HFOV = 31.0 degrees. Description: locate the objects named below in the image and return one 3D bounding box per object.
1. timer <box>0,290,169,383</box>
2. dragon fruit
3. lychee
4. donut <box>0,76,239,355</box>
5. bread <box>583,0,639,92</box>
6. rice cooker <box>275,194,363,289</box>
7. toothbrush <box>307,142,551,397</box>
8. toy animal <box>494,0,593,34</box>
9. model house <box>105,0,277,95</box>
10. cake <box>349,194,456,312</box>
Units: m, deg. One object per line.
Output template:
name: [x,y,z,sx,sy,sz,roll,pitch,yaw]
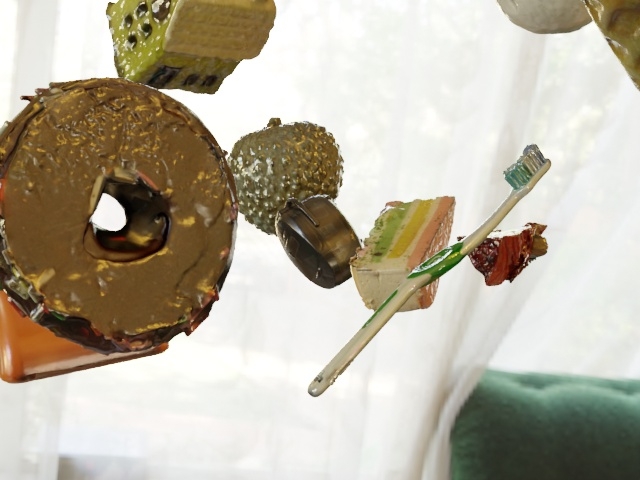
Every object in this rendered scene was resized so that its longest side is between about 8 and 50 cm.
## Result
timer: [-0.393,0.129,1.805,0.258,0.161,0.250,-10,27,-25]
dragon fruit: [0.332,0.022,2.042,0.123,0.092,0.192,-3,9,36]
lychee: [-0.070,-0.133,2.434,0.255,0.274,0.255,-19,-10,-4]
donut: [-0.197,-0.023,1.085,0.270,0.269,0.103,3,-7,-34]
bread: [0.401,-0.258,1.362,0.232,0.128,0.088,48,10,-32]
rice cooker: [0.000,0.000,1.892,0.106,0.165,0.112,-23,-24,-21]
toothbrush: [0.135,0.038,1.371,0.040,0.418,0.042,48,-15,-16]
toy animal: [0.325,-0.420,1.684,0.206,0.264,0.272,6,-31,-33]
model house: [-0.201,-0.359,1.833,0.193,0.174,0.234,1,-27,-39]
cake: [0.123,0.018,1.644,0.110,0.090,0.225,-4,29,23]
